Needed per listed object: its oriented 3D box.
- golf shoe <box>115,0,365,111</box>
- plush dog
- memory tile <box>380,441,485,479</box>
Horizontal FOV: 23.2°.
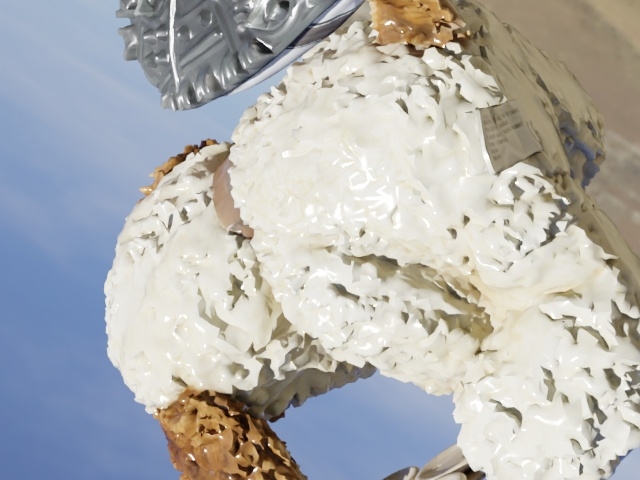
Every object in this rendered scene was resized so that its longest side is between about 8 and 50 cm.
[{"bbox_3d":[0.026,-0.106,0.402,0.094,0.198,0.077,5,-135,-51],"label":"golf shoe"},{"bbox_3d":[0.000,0.000,0.672,0.210,0.225,0.262,43,-156,-32],"label":"plush dog"},{"bbox_3d":[0.003,0.133,0.648,0.012,0.148,0.113,56,-154,-5],"label":"memory tile"}]
